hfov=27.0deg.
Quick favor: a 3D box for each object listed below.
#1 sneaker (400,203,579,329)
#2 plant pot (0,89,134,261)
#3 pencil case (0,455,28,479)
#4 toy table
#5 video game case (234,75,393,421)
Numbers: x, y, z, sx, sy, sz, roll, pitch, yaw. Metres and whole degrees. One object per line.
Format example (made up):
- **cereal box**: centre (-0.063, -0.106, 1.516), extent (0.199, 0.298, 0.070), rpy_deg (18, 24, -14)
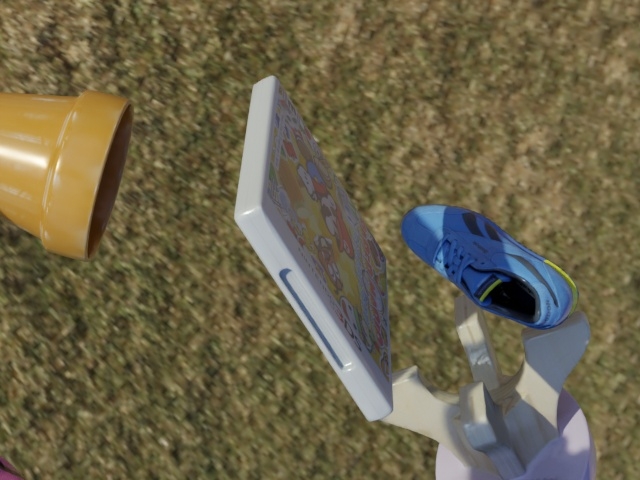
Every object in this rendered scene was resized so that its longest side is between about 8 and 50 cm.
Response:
- **sneaker**: centre (0.155, 0.023, 1.326), extent (0.082, 0.209, 0.069), rpy_deg (-11, 126, -53)
- **plant pot**: centre (-0.343, -0.096, 1.608), extent (0.188, 0.205, 0.205), rpy_deg (15, 101, -2)
- **pencil case**: centre (-0.199, 0.127, 0.649), extent (0.095, 0.209, 0.098), rpy_deg (-53, 165, -9)
- **toy table**: centre (0.187, 0.183, 1.418), extent (0.252, 0.274, 0.161), rpy_deg (-25, 114, 3)
- **video game case**: centre (0.000, 0.000, 1.057), extent (0.026, 0.227, 0.206), rpy_deg (-25, 117, 15)
